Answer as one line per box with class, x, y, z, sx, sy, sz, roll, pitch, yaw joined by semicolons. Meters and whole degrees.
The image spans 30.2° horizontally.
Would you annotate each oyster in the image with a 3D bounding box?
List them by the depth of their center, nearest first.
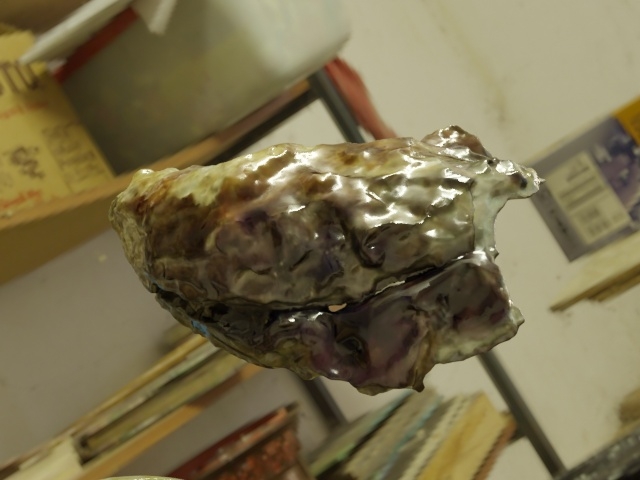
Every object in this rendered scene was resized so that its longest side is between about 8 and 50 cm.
oyster;-0.002;-0.009;0.715;0.271;0.100;0.275;-14;25;0

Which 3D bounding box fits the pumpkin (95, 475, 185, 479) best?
pumpkin;-0.209;0.399;1.260;0.332;0.332;0.199;-32;-12;-24
